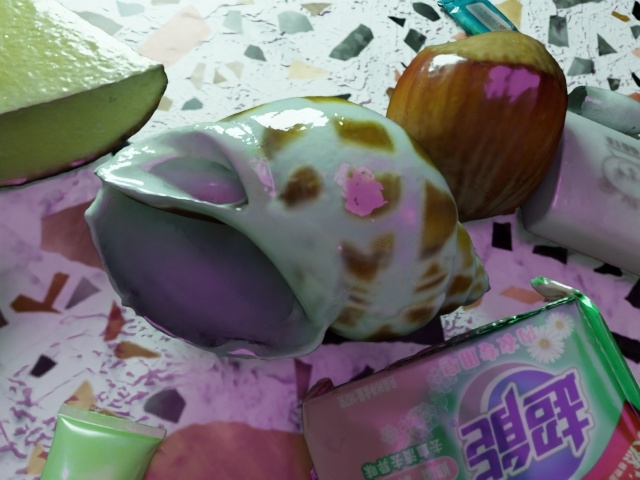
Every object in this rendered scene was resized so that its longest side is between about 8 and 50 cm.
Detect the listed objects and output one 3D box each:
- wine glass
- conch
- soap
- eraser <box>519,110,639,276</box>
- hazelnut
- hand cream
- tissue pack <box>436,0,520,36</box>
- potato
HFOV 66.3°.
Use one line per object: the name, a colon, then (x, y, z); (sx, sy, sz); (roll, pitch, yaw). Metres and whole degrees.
wine glass: (0.444, -0.171, 0.688); (0.197, 0.066, 0.066); (14, 66, -6)
conch: (-0.001, 0.000, 0.455); (0.367, 0.197, 0.250); (26, 98, 2)
soap: (0.130, 0.174, 0.427); (0.273, 0.098, 0.218); (-22, 77, 4)
eraser: (0.395, -0.042, 0.611); (0.269, 0.095, 0.174); (22, 63, -4)
hazelnut: (0.183, -0.129, 0.551); (0.209, 0.186, 0.210); (14, 56, -22)
hand cream: (-0.202, 0.235, 0.400); (0.095, 0.046, 0.175); (17, 61, -7)
tissue pack: (0.243, -0.319, 0.725); (0.085, 0.028, 0.138); (-26, 71, -24)
potato: (-0.331, -0.196, 0.509); (0.269, 0.112, 0.255); (-23, 71, -22)
